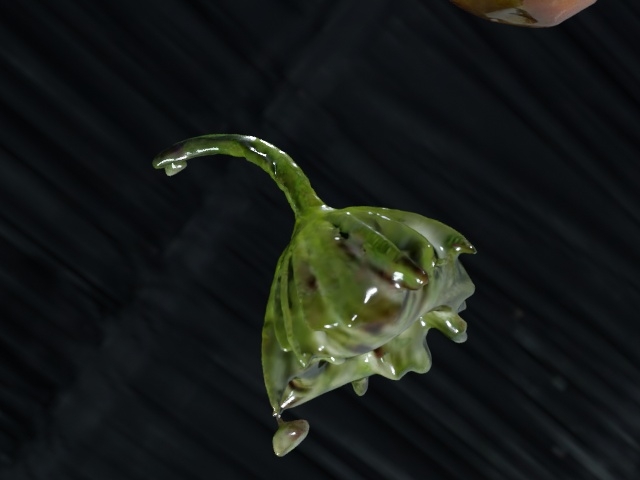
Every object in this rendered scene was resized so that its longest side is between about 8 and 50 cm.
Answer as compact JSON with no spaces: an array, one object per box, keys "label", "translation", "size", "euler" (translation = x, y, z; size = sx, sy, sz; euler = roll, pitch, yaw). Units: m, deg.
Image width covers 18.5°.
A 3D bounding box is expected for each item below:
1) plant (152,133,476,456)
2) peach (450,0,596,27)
[{"label":"plant","translation":[-0.017,-0.008,1.789],"size":[0.251,0.180,0.333],"euler":[-37,77,17]},{"label":"peach","translation":[0.187,-0.326,1.988],"size":[0.235,0.214,0.214],"euler":[2,55,24]}]
